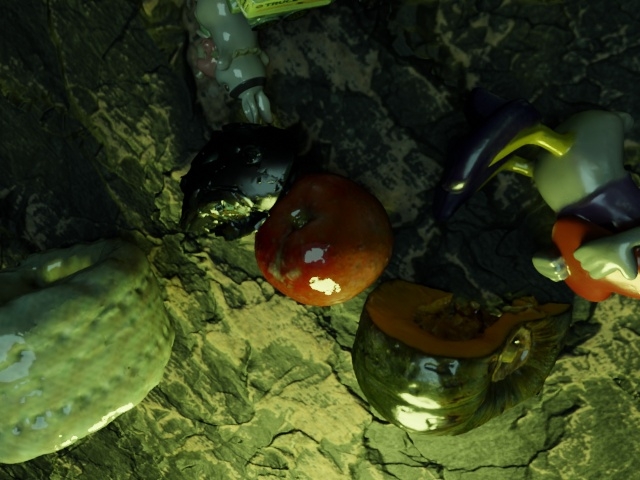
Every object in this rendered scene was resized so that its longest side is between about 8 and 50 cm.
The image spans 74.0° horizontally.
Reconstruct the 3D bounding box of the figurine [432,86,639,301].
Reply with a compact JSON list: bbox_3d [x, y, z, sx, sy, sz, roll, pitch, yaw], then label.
[{"bbox_3d":[0.328,-0.029,0.456,0.420,0.154,0.193,33,79,6],"label":"figurine"}]

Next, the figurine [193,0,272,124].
[{"bbox_3d":[-0.102,-0.217,0.514,0.098,0.081,0.146,27,129,48],"label":"figurine"}]

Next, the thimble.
[{"bbox_3d":[-0.364,0.130,0.587,0.291,0.291,0.196,-11,109,15],"label":"thimble"}]

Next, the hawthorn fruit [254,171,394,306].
[{"bbox_3d":[0.000,0.000,0.512,0.172,0.173,0.173,4,111,10],"label":"hawthorn fruit"}]

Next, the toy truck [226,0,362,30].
[{"bbox_3d":[-0.002,-0.276,0.409,0.191,0.116,0.085,-21,107,-11],"label":"toy truck"}]

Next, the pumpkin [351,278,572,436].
[{"bbox_3d":[0.175,0.138,0.580,0.280,0.190,0.140,-11,115,-31],"label":"pumpkin"}]

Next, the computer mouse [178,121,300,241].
[{"bbox_3d":[-0.116,-0.077,0.507,0.077,0.147,0.241,34,150,-33],"label":"computer mouse"}]
